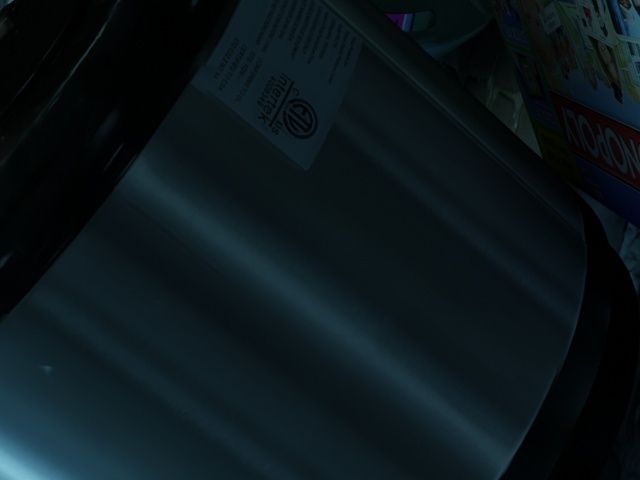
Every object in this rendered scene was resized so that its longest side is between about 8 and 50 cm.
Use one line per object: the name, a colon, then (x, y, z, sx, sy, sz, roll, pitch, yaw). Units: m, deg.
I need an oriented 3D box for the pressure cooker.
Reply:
pressure cooker: (-0.034, 0.057, 0.808, 0.370, 0.420, 0.375, -52, 22, -2)

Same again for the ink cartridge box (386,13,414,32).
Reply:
ink cartridge box: (-0.104, -0.276, 1.488, 0.151, 0.395, 0.270, -120, 41, -74)

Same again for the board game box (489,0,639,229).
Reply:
board game box: (0.142, -0.108, 0.703, 0.317, 0.046, 0.214, -121, 10, -74)

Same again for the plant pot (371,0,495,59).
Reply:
plant pot: (-0.003, -0.253, 1.203, 0.334, 0.341, 0.341, 171, 108, -71)
